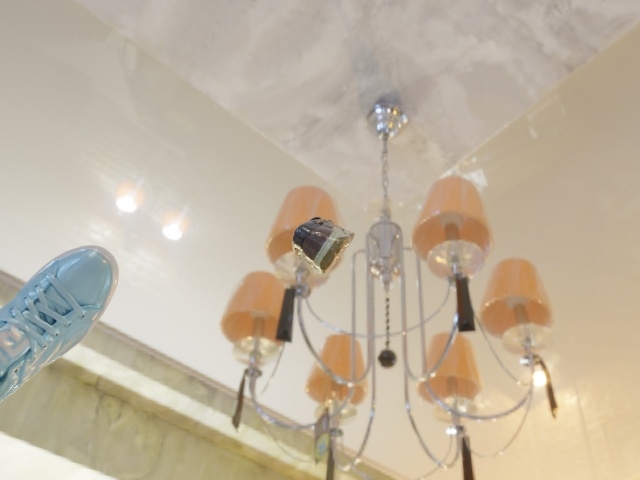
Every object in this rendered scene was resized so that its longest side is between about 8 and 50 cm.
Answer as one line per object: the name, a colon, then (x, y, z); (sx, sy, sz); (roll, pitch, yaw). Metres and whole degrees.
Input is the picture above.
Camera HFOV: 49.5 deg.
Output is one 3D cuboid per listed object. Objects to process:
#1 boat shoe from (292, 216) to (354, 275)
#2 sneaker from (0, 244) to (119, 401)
boat shoe: (-0.001, 0.001, 0.986); (0.073, 0.223, 0.080); (38, -89, 2)
sneaker: (-0.457, 0.154, 1.068); (0.366, 0.150, 0.135); (-46, -76, -9)
